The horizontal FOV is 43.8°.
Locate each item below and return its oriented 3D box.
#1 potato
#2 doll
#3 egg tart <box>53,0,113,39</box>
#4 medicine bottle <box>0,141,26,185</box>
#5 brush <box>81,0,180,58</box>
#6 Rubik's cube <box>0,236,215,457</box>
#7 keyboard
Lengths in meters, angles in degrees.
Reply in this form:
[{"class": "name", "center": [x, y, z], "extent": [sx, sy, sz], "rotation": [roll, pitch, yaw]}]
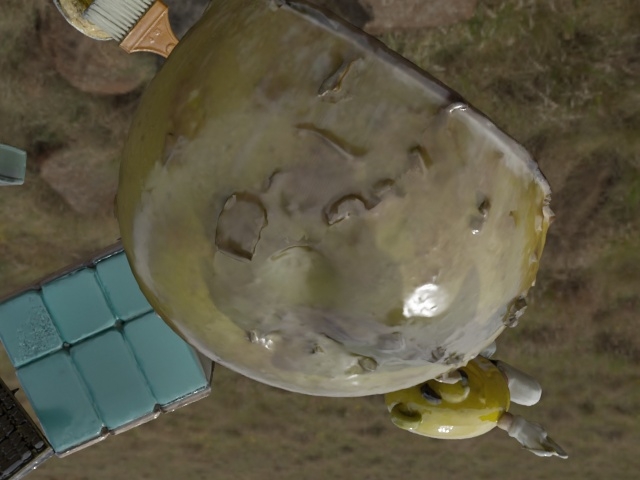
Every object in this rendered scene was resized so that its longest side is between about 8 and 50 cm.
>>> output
[{"class": "potato", "center": [0.000, 0.000, 0.806], "extent": [0.442, 0.319, 0.385], "rotation": [30, 178, -16]}, {"class": "doll", "center": [0.292, 0.290, 1.542], "extent": [0.348, 0.161, 0.423], "rotation": [20, -163, -2]}, {"class": "egg tart", "center": [-0.490, -0.535, 1.684], "extent": [0.094, 0.234, 0.234], "rotation": [-8, 159, 35]}, {"class": "medicine bottle", "center": [-0.477, -0.105, 1.103], "extent": [0.118, 0.055, 0.074], "rotation": [0, 175, 23]}, {"class": "brush", "center": [-0.200, -0.268, 1.184], "extent": [0.090, 0.017, 0.314], "rotation": [-44, 130, 14]}, {"class": "Rubik's cube", "center": [-0.292, 0.129, 1.114], "extent": [0.224, 0.231, 0.221], "rotation": [-23, -172, -3]}, {"class": "keyboard", "center": [-0.446, 0.226, 1.053], "extent": [0.317, 0.106, 0.027], "rotation": [24, 143, 48]}]
